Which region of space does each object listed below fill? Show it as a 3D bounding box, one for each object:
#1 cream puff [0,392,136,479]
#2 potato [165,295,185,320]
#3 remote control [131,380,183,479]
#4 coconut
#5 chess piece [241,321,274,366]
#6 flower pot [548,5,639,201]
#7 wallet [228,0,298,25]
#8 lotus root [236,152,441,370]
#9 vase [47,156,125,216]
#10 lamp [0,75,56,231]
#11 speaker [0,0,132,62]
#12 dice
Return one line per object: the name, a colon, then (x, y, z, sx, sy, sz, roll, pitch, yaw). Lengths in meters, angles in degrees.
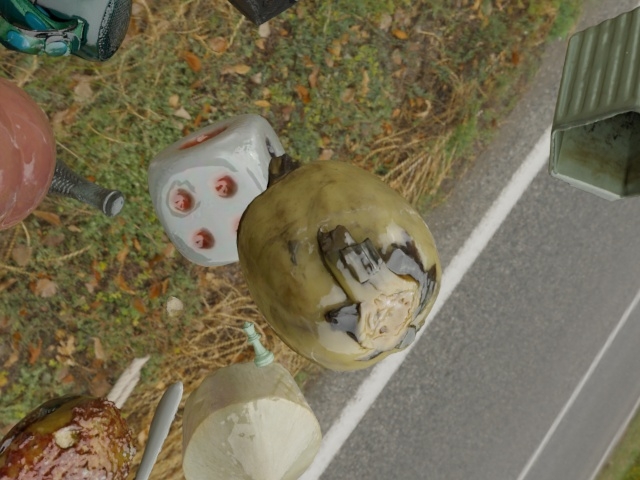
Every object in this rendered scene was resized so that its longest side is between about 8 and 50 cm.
cream puff: (-0.359, 0.326, 0.782, 0.240, 0.163, 0.240, -58, 163, -30)
potato: (-0.309, 0.154, 1.217, 0.093, 0.036, 0.037, 101, -7, -61)
remote control: (-0.448, 0.535, 1.521, 0.109, 0.055, 0.313, -51, -162, 54)
coconut: (-0.148, 0.422, 1.219, 0.328, 0.328, 0.329, -25, 129, -35)
chess piece: (-0.128, 0.202, 1.120, 0.042, 0.042, 0.093, -31, 102, -31)
flower pot: (0.456, -0.191, 0.817, 0.209, 0.239, 0.190, 30, 69, -30)
wallet: (-0.154, -0.457, 0.923, 0.244, 0.124, 0.025, 36, 60, -37)
lotus root: (0.000, 0.000, 0.590, 0.182, 0.310, 0.183, -13, 125, -19)
vase: (-0.654, -0.141, 1.549, 0.115, 0.237, 0.116, -53, 155, -37)
lamp: (-0.460, -0.085, 0.635, 0.305, 0.305, 0.240, -7, 110, -44)
speaker: (-0.169, -0.140, 0.357, 0.060, 0.075, 0.095, 122, -13, -58)
dice: (-0.151, -0.084, 0.917, 0.193, 0.194, 0.192, -19, 112, 12)
